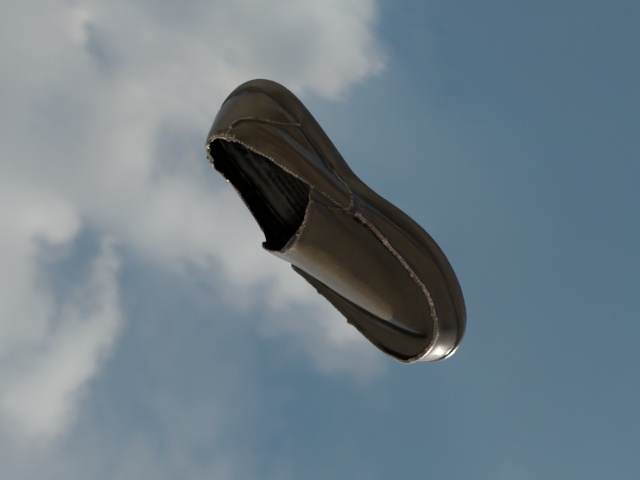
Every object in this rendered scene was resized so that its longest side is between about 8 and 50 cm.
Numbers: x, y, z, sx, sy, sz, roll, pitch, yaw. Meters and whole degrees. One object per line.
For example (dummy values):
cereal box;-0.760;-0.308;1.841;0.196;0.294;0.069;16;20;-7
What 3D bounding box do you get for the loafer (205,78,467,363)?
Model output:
loafer;0.000;0.000;1.163;0.220;0.078;0.080;47;-50;3
